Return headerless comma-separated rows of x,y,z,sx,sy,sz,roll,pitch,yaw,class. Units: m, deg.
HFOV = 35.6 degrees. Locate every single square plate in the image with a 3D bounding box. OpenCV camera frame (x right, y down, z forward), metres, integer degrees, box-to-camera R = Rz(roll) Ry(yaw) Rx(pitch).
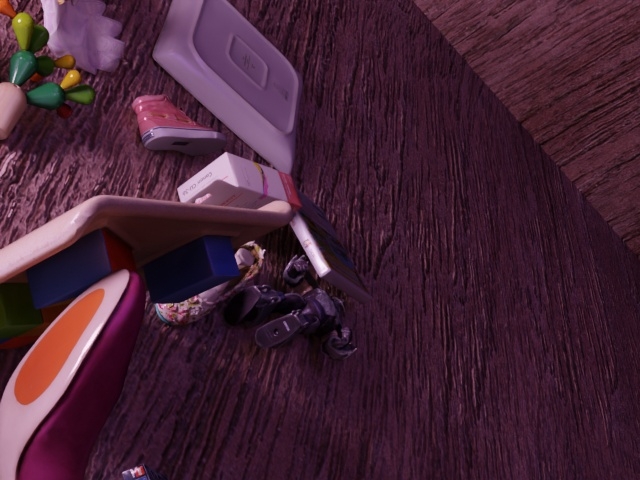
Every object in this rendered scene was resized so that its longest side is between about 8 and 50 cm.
-0.151,-0.329,1.897,0.344,0.049,0.347,40,31,-26,square plate

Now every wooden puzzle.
-0.232,0.046,1.064,0.347,0.322,0.081,-5,73,-59,wooden puzzle

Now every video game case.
0.000,0.000,1.715,0.206,0.026,0.227,61,10,24,video game case

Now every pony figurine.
-0.380,-0.421,1.425,0.363,0.303,0.351,39,18,18,pony figurine

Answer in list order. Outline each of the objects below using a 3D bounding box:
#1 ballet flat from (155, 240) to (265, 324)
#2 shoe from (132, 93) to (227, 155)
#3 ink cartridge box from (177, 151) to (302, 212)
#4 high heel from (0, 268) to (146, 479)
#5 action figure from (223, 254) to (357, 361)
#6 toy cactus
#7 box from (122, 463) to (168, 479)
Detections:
-0.154,0.049,1.446,0.091,0.077,0.241,55,28,-2,ballet flat
-0.225,-0.187,1.604,0.178,0.063,0.081,-1,65,-53,shoe
-0.138,-0.071,1.559,0.198,0.115,0.067,17,47,-51,ink cartridge box
-0.218,0.217,0.913,0.181,0.377,0.127,31,1,-30,high heel
-0.024,0.114,1.564,0.185,0.099,0.285,50,20,17,action figure
-0.411,-0.215,1.326,0.219,0.112,0.181,38,51,-38,toy cactus
-0.178,0.303,1.104,0.137,0.027,0.094,83,-16,-71,box
